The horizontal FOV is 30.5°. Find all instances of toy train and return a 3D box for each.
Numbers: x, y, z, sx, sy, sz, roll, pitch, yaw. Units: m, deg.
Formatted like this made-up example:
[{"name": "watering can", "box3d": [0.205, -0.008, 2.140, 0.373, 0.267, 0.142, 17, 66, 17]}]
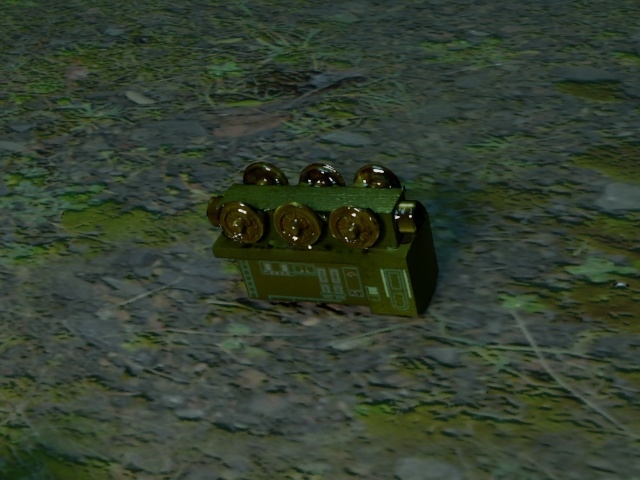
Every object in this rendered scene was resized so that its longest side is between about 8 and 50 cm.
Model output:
[{"name": "toy train", "box3d": [0.000, 0.000, 1.143, 0.225, 0.137, 0.090, 3, 38, 25]}]
